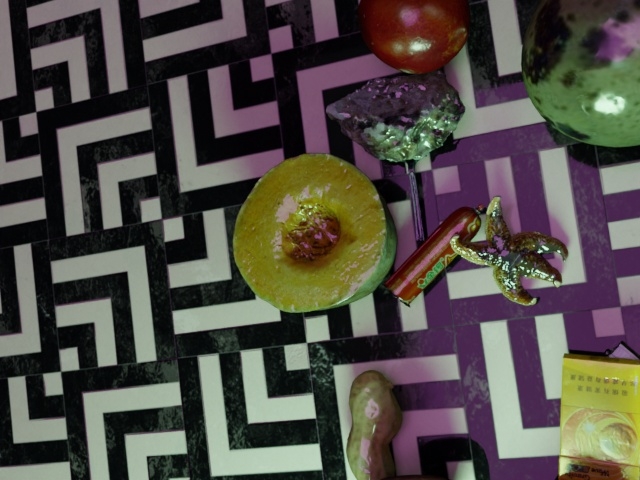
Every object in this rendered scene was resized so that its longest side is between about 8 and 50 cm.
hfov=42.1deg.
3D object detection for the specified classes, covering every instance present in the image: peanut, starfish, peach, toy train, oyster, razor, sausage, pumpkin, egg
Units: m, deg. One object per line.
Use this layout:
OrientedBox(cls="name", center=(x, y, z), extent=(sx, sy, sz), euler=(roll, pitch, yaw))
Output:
OrientedBox(cls="peanut", center=(0.108, 0.404, 1.739), extent=(0.117, 0.101, 0.263), euler=(6, 90, 40))
OrientedBox(cls="starfish", center=(0.374, 0.019, 1.662), extent=(0.238, 0.071, 0.216), euler=(4, 95, -3))
OrientedBox(cls="peach", center=(0.199, -0.448, 1.691), extent=(0.243, 0.243, 0.200), euler=(25, 140, 20))
OrientedBox(cls="toy train", center=(0.591, 0.240, 1.600), extent=(0.093, 0.038, 0.056), euler=(43, 99, 17))
OrientedBox(cls="oyster", center=(0.162, -0.259, 1.741), extent=(0.267, 0.112, 0.199), euler=(-26, 77, 11))
OrientedBox(cls="razor", center=(0.201, -0.091, 1.764), extent=(0.066, 0.033, 0.190), euler=(-7, 86, 21))
OrientedBox(cls="sausage", center=(0.242, 0.021, 1.720), extent=(0.083, 0.083, 0.264), euler=(46, 102, 16))
OrientedBox(cls="pumpkin", center=(0.000, 0.000, 1.762), extent=(0.332, 0.199, 0.333), euler=(-3, 79, 16))
OrientedBox(cls="egg", center=(0.570, -0.352, 1.476), extent=(0.427, 0.345, 0.345), euler=(-27, 78, 4))

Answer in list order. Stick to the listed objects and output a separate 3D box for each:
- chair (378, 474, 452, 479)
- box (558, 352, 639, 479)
OrientedBox(cls="chair", center=(0.207, 0.641, 1.625), extent=(0.226, 0.226, 0.401), euler=(-9, 85, 20))
OrientedBox(cls="box", center=(0.537, 0.355, 1.589), extent=(0.152, 0.043, 0.269), euler=(4, 100, 23))
